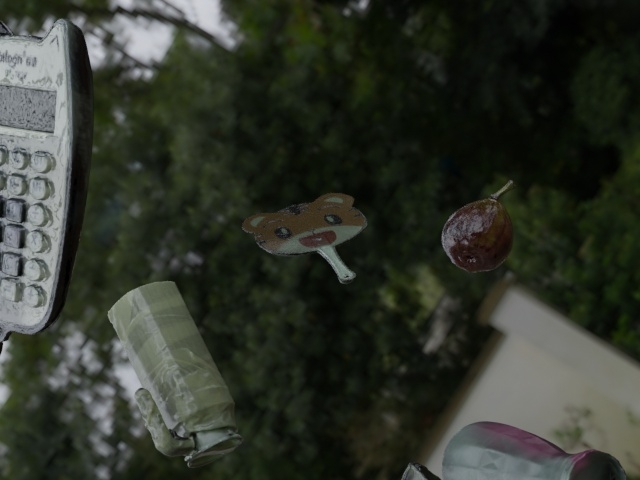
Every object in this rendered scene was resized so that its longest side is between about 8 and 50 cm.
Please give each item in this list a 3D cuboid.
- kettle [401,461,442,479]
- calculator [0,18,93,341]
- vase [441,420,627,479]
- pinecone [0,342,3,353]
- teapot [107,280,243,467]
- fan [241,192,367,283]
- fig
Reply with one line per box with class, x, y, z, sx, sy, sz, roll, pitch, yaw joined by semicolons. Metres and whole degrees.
kettle;0.125;0.368;1.611;0.207;0.251;0.271;31;-80;-36
calculator;-0.248;-0.049;1.302;0.040;0.177;0.268;6;-85;-42
vase;0.188;0.205;1.391;0.086;0.086;0.214;-55;14;-15
pinecone;-0.466;0.149;1.702;0.272;0.224;0.224;-43;-17;-30
teapot;-0.165;0.148;1.729;0.107;0.200;0.077;-6;-29;-49
fan;0.000;0.000;1.960;0.153;0.226;0.008;-15;-60;-14
fig;0.203;-0.023;1.967;0.089;0.089;0.125;105;-169;-55
